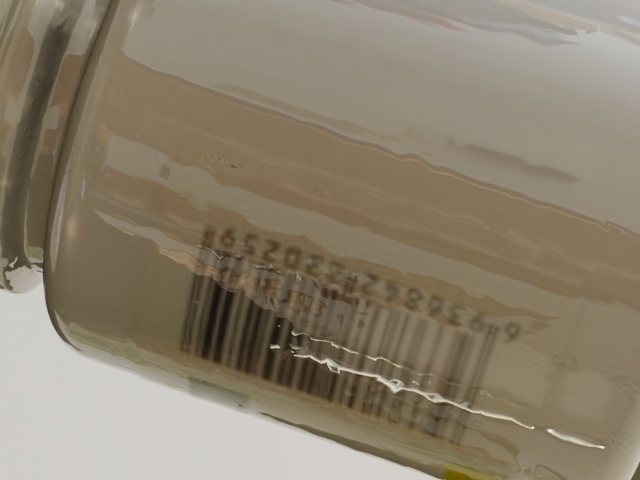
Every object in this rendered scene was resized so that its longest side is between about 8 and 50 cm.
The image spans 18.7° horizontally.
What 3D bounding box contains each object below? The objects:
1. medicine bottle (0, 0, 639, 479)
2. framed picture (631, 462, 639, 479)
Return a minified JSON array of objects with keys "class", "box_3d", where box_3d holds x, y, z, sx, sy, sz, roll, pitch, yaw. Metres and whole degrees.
[{"class":"medicine bottle","box_3d":[-0.017,-0.036,0.777,0.208,0.339,0.208,18,90,-84]},{"class":"framed picture","box_3d":[0.206,0.144,1.242,0.011,0.142,0.183,-123,-130,-74]}]
